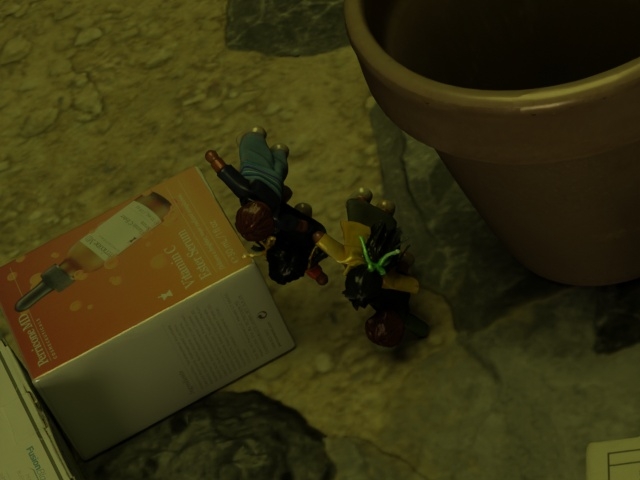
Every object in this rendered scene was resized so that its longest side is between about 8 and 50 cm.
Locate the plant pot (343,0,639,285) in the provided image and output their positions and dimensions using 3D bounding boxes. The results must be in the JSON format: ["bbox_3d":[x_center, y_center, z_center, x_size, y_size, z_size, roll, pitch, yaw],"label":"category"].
[{"bbox_3d":[0.171,-0.097,1.150,0.263,0.229,0.263,-13,43,12],"label":"plant pot"}]

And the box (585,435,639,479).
[{"bbox_3d":[0.210,0.248,0.861,0.148,0.121,0.311,-7,45,17],"label":"box"}]

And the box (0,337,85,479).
[{"bbox_3d":[-0.292,0.208,1.147,0.290,0.087,0.169,-31,43,-8],"label":"box"}]

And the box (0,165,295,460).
[{"bbox_3d":[-0.127,0.049,1.234,0.170,0.091,0.130,-29,43,-6],"label":"box"}]

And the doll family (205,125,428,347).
[{"bbox_3d":[0.000,0.000,1.167,0.193,0.076,0.111,25,33,-11],"label":"doll family"}]
